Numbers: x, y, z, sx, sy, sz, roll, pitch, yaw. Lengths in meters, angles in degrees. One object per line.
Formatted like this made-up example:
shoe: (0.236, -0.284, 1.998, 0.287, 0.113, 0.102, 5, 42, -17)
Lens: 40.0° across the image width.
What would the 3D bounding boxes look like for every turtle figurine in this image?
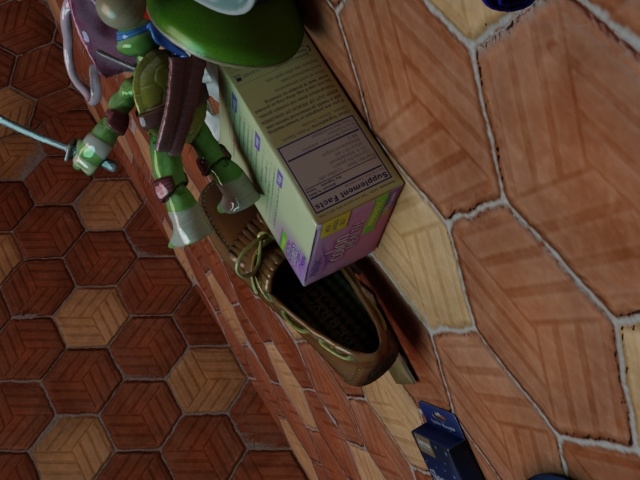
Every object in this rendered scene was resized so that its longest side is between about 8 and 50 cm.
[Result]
turtle figurine: (-0.213, -0.132, 1.098, 0.266, 0.275, 0.198, 64, -160, -15)

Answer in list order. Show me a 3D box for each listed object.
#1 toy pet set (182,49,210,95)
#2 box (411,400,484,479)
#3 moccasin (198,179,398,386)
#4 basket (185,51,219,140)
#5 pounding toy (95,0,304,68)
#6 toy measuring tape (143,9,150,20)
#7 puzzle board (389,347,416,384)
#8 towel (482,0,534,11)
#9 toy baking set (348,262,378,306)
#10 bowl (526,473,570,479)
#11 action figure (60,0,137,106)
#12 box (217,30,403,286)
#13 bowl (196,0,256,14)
toy pet set: (-0.194, -0.282, 1.463, 0.114, 0.065, 0.122, 64, 164, -5)
box: (0.199, 0.347, 1.276, 0.225, 0.037, 0.136, 66, 165, -5)
moccasin: (-0.042, 0.042, 1.233, 0.380, 0.139, 0.147, 52, 168, 24)
basket: (-0.122, -0.229, 1.240, 0.113, 0.103, 0.167, 61, 164, 7)
pounding toy: (-0.118, -0.293, 0.968, 0.183, 0.237, 0.110, -97, 24, -44)
toy measuring tape: (-0.212, -0.366, 1.066, 0.121, 0.121, 0.330, 53, 167, 35)
puzzle board: (0.100, 0.159, 1.329, 0.128, 0.011, 0.096, 61, 167, 2)
towel: (0.060, -0.314, 0.550, 0.308, 0.076, 0.227, 58, 164, 18)
toy baking set: (-0.002, 0.000, 1.349, 0.256, 0.030, 0.197, 61, 165, -1)
bowl: (0.315, 0.435, 0.960, 0.391, 0.077, 0.391, 56, 163, 26)
action figure: (-0.387, -0.450, 1.394, 0.248, 0.276, 0.370, 41, 168, 38)
box: (-0.023, -0.099, 1.105, 0.243, 0.117, 0.213, 59, 164, 17)
bowl: (-0.117, -0.368, 0.767, 0.311, 0.163, 0.311, 42, 169, 10)
